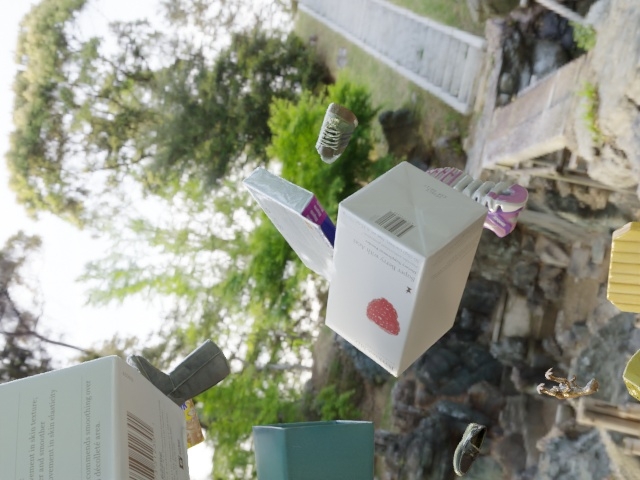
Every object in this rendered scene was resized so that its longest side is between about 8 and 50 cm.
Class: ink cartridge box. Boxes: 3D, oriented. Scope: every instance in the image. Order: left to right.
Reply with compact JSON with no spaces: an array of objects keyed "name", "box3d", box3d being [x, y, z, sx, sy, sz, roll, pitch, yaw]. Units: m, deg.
[{"name":"ink cartridge box","box3d":[0.000,0.000,1.615,0.071,0.330,0.324,-45,-51,-12]}]

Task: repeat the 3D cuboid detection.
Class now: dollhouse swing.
[{"name":"dollhouse swing","box3d":[0.828,0.149,1.556,0.347,0.305,0.315,73,-165,-44]}]

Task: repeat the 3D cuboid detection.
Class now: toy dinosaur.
[{"name":"toy dinosaur","box3d":[0.569,0.356,1.670,0.064,0.112,0.211,-66,9,-19]}]

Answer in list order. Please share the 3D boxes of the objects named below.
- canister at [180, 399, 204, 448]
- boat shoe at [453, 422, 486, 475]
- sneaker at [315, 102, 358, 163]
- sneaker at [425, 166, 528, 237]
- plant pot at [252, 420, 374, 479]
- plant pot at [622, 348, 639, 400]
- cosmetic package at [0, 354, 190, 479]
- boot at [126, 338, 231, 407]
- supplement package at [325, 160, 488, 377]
[{"name":"canister","box3d":[-0.400,0.491,1.940,0.073,0.126,0.170,-7,101,65]},{"name":"boat shoe","box3d":[0.406,0.563,1.909,0.049,0.056,0.152,-22,35,54]},{"name":"sneaker","box3d":[0.029,-0.207,1.430,0.086,0.064,0.192,-64,-4,-6]},{"name":"sneaker","box3d":[0.287,-0.071,1.381,0.095,0.236,0.104,-36,-46,-38]},{"name":"plant pot","box3d":[-0.011,0.426,1.179,0.165,0.166,0.234,150,120,-64]},{"name":"plant pot","box3d":[0.591,0.246,1.254,0.081,0.083,0.081,59,173,-25]},{"name":"cosmetic package","box3d":[-0.462,0.443,1.226,0.327,0.394,0.329,69,-172,-58]},{"name":"boot","box3d":[-0.326,0.293,1.643,0.208,0.076,0.189,-37,-72,-34]},{"name":"supplement package","box3d":[0.137,0.052,1.201,0.175,0.177,0.293,-35,-34,-35]}]
